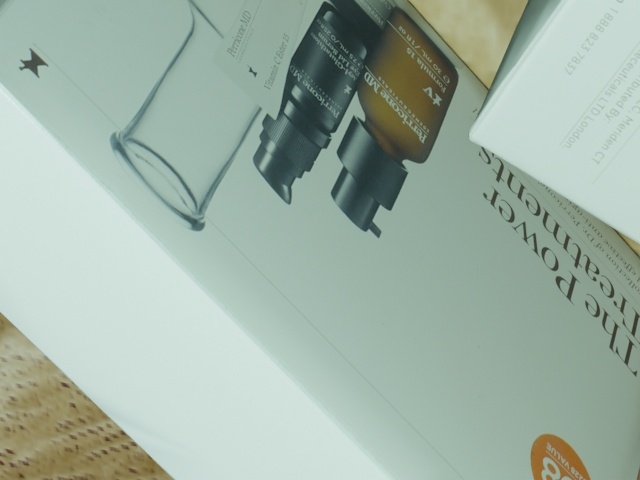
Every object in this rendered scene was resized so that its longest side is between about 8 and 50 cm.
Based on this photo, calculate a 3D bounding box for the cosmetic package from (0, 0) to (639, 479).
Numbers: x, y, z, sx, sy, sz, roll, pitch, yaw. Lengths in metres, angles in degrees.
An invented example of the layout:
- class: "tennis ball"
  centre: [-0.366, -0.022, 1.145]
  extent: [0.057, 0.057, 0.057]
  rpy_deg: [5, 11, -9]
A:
- class: "cosmetic package"
  centre: [0.000, 0.000, 0.922]
  extent: [0.097, 0.284, 0.377]
  rpy_deg: [-33, 110, 36]

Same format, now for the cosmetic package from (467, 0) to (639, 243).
- class: "cosmetic package"
  centre: [0.277, -0.045, 0.831]
  extent: [0.385, 0.217, 0.156]
  rpy_deg: [29, 130, -4]
